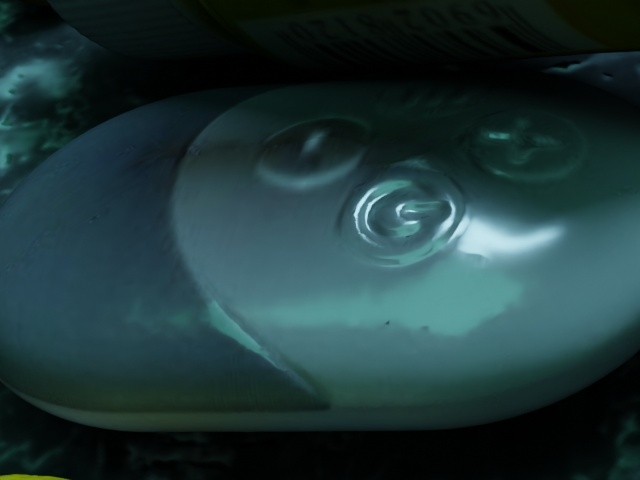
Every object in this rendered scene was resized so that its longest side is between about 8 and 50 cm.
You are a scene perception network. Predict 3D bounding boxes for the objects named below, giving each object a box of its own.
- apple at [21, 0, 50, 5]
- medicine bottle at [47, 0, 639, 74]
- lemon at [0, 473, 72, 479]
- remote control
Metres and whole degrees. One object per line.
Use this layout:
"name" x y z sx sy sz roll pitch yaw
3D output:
"apple" -0.172 -0.187 0.980 0.084 0.071 0.084 -13 47 14
"medicine bottle" 0.028 -0.191 0.744 0.384 0.224 0.224 1 41 47
"lemon" -0.104 0.143 0.561 0.155 0.114 0.114 -1 44 19
"remote control" 0.000 0.000 0.687 0.332 0.103 0.221 -4 35 18
